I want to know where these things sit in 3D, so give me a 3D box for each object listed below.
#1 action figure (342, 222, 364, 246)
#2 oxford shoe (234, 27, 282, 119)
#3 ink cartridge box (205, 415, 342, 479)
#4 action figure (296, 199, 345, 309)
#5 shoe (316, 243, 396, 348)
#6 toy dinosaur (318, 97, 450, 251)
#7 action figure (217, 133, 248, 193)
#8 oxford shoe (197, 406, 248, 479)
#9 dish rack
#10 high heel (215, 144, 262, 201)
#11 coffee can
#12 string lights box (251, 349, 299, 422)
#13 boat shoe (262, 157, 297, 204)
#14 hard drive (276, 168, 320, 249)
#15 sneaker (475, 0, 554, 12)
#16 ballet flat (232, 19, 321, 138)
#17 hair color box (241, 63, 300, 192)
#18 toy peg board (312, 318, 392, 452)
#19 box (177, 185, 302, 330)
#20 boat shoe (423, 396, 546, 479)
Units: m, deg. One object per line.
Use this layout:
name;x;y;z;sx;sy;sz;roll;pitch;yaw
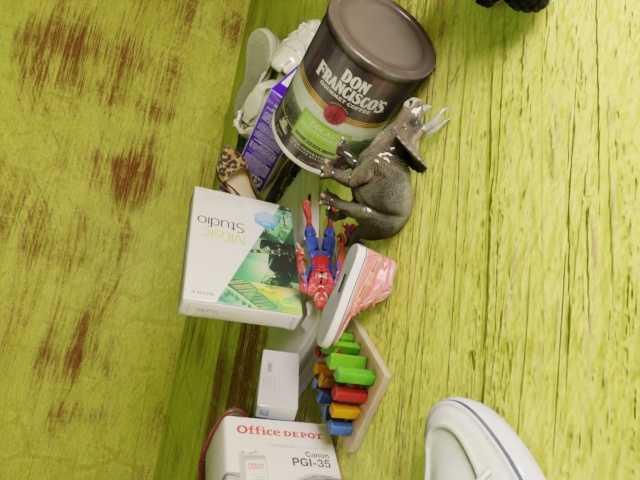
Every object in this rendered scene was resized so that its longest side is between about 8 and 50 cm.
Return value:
action figure;0.062;-0.002;0.929;0.115;0.030;0.038;-108;32;-56
oxford shoe;-0.238;-0.619;1.911;0.130;0.169;0.449;-38;-27;-51
ink cartridge box;-0.069;0.435;0.755;0.283;0.207;0.117;-109;39;-54
action figure;0.000;0.000;0.930;0.139;0.092;0.280;92;177;-47
shoe;0.061;0.100;0.774;0.177;0.081;0.063;-68;17;-3
toy dinosaur;0.086;-0.070;0.763;0.121;0.160;0.313;-51;-25;-57
action figure;-0.232;-0.254;1.600;0.330;0.179;0.341;-70;26;20
oxford shoe;-0.280;0.599;1.309;0.130;0.123;0.348;-134;60;-71
dish rack;-0.051;0.168;1.057;0.285;0.072;0.332;-103;32;-46
high heel;-0.191;-0.126;1.284;0.186;0.093;0.261;45;157;27
coffee can;0.049;-0.278;0.881;0.275;0.202;0.201;132;145;-52
string lights box;-0.101;0.360;0.959;0.133;0.077;0.259;-91;11;-55
boat shoe;-0.094;-0.179;1.394;0.206;0.065;0.075;-52;-6;28
hard drive;-0.096;-0.021;1.303;0.353;0.047;0.232;133;144;-53
sneaker;0.241;-0.378;0.629;0.108;0.100;0.271;-54;32;17
ballet flat;-0.120;-0.457;1.389;0.409;0.147;0.147;-52;30;22
hair color box;-0.105;-0.303;1.307;0.185;0.110;0.339;-55;4;-38
toy peg board;0.028;0.236;0.805;0.161;0.079;0.160;-122;49;-61
box;-0.166;0.029;1.003;0.321;0.233;0.058;-99;28;-42
boat shoe;0.126;0.310;0.413;0.135;0.157;0.367;124;150;-42
